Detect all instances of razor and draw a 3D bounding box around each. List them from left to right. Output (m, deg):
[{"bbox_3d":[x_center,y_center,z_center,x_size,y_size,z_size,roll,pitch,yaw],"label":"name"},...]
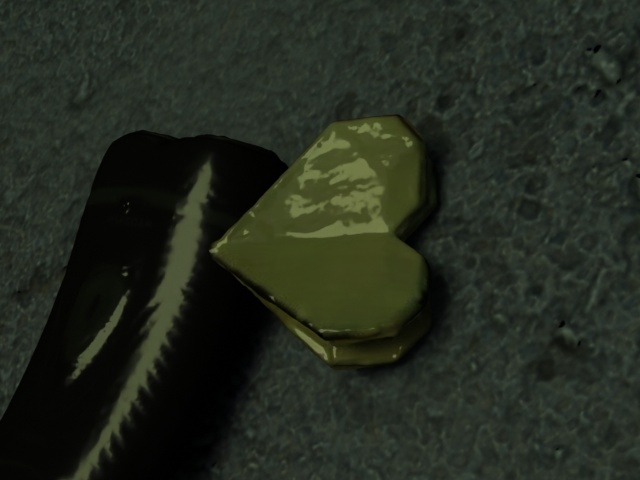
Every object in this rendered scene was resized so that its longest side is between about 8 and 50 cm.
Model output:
[{"bbox_3d":[-0.155,0.070,1.380,0.204,0.113,0.349,11,74,45],"label":"razor"}]

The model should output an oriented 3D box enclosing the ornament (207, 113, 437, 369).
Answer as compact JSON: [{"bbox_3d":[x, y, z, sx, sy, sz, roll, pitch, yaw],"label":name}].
[{"bbox_3d":[0.000,0.000,1.286,0.180,0.059,0.201,-4,58,13],"label":"ornament"}]
